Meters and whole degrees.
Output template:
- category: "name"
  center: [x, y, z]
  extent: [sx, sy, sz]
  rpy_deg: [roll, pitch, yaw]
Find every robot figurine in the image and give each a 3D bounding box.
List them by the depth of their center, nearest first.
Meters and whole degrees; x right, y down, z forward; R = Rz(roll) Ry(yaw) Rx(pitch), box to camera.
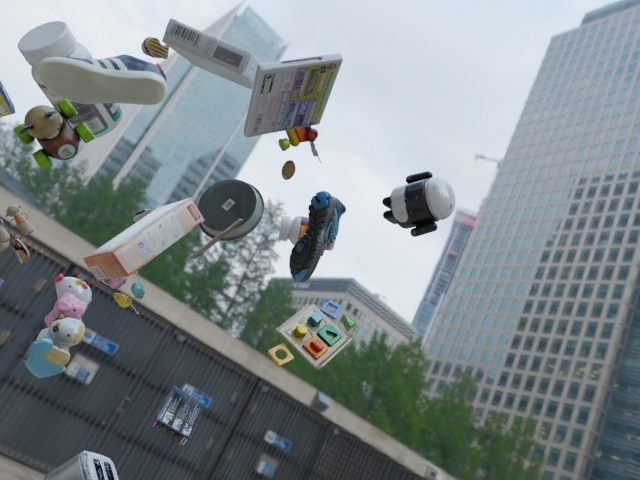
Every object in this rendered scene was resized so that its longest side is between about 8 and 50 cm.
- category: "robot figurine"
  center: [0.378, -0.140, 2.290]
  extent: [0.278, 0.173, 0.209]
  rpy_deg: [-15, -75, 32]

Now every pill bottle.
- category: "pill bottle"
  center: [-0.842, -0.539, 2.035]
  extent: [0.204, 0.204, 0.361]
  rpy_deg: [15, -34, 28]
- category: "pill bottle"
  center: [-0.051, -0.033, 2.386]
  extent: [0.221, 0.121, 0.121]
  rpy_deg: [9, -21, -6]

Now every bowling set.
- category: "bowling set"
  center: [-1.217, -0.035, 2.176]
  extent: [0.154, 0.287, 0.200]
  rpy_deg: [53, -14, -1]

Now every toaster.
- category: "toaster"
  center: [-0.603, 0.654, 1.531]
  extent: [0.227, 0.146, 0.129]
  rpy_deg: [54, 4, 41]

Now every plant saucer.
- category: "plant saucer"
  center: [-0.126, -0.283, 2.422]
  extent: [0.015, 0.083, 0.083]
  rpy_deg: [13, -7, -44]

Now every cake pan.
- category: "cake pan"
  center: [-0.381, -0.138, 2.497]
  extent: [0.293, 0.293, 0.054]
  rpy_deg: [20, -22, 18]

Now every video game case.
- category: "video game case"
  center: [-0.064, -0.317, 1.322]
  extent: [0.023, 0.193, 0.212]
  rpy_deg: [64, -26, 23]

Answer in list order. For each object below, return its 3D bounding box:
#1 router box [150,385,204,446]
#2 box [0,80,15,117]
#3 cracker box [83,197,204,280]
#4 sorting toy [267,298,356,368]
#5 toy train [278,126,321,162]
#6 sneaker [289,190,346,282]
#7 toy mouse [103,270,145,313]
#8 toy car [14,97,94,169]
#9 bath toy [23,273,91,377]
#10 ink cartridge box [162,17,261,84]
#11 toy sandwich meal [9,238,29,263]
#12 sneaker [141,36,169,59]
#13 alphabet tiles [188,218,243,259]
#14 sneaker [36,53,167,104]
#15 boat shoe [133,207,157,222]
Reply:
- category: "router box"
  center: [-0.484, 0.597, 2.050]
  extent: [0.133, 0.179, 0.046]
  rpy_deg: [35, -66, -9]
- category: "box"
  center: [-0.931, -0.366, 1.604]
  extent: [0.105, 0.179, 0.043]
  rpy_deg: [86, -20, -51]
- category: "cracker box"
  center: [-0.394, -0.003, 1.347]
  extent: [0.155, 0.232, 0.067]
  rpy_deg: [-9, -64, 47]
- category: "sorting toy"
  center: [-0.018, 0.299, 1.932]
  extent: [0.196, 0.347, 0.047]
  rpy_deg: [39, -45, 17]
- category: "toy train"
  center: [-0.088, -0.362, 2.169]
  extent: [0.105, 0.143, 0.248]
  rpy_deg: [19, -45, 56]
- category: "sneaker"
  center: [0.000, 0.000, 2.166]
  extent: [0.125, 0.341, 0.139]
  rpy_deg: [22, -1, 42]
- category: "toy mouse"
  center: [-0.631, 0.157, 1.948]
  extent: [0.161, 0.031, 0.143]
  rpy_deg: [36, -67, -10]
- category: "toy car"
  center: [-0.673, -0.275, 1.483]
  extent: [0.149, 0.155, 0.188]
  rpy_deg: [56, -9, -8]
- category: "bath toy"
  center: [-0.721, 0.214, 1.675]
  extent: [0.151, 0.348, 0.129]
  rpy_deg: [-18, -58, 3]
- category: "ink cartridge box"
  center: [-0.340, -0.633, 2.121]
  extent: [0.308, 0.091, 0.385]
  rpy_deg: [24, 7, 8]
- category: "toy sandwich meal"
  center: [-0.954, 0.034, 1.897]
  extent: [0.085, 0.029, 0.086]
  rpy_deg: [26, -44, 28]
- category: "sneaker"
  center: [-0.602, -0.678, 2.113]
  extent: [0.083, 0.070, 0.185]
  rpy_deg: [10, 6, 4]
- category: "alphabet tiles"
  center: [-0.392, -0.006, 2.269]
  extent: [0.009, 0.237, 0.198]
  rpy_deg: [51, -1, -2]
- category: "sneaker"
  center: [-0.622, -0.480, 1.732]
  extent: [0.350, 0.148, 0.131]
  rpy_deg: [6, -46, -17]
- category: "boat shoe"
  center: [-0.687, -0.107, 2.370]
  extent: [0.125, 0.038, 0.046]
  rpy_deg: [-20, -42, 25]
